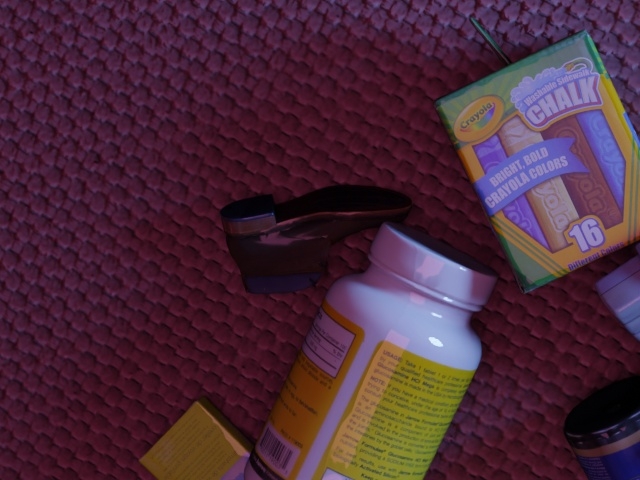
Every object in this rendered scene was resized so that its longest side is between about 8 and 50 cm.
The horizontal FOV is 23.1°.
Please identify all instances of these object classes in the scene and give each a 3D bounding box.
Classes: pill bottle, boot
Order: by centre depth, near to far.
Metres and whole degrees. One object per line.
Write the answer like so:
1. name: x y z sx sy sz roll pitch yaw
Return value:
1. pill bottle: 0.366 0.268 1.713 0.123 0.123 0.219 -28 102 11
2. pill bottle: 0.063 0.158 1.737 0.188 0.188 0.333 27 99 8
3. boot: 0.000 0.000 1.808 0.219 0.082 0.106 -4 115 7

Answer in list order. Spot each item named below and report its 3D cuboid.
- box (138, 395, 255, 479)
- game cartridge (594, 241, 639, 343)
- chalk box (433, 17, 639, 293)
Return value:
1. box: -0.114 0.284 1.853 0.178 0.042 0.109 44 101 4
2. game cartridge: 0.469 -0.006 1.632 0.355 0.230 0.068 -34 55 11
3. chalk box: 0.241 -0.116 1.688 0.179 0.180 0.289 -24 91 12
